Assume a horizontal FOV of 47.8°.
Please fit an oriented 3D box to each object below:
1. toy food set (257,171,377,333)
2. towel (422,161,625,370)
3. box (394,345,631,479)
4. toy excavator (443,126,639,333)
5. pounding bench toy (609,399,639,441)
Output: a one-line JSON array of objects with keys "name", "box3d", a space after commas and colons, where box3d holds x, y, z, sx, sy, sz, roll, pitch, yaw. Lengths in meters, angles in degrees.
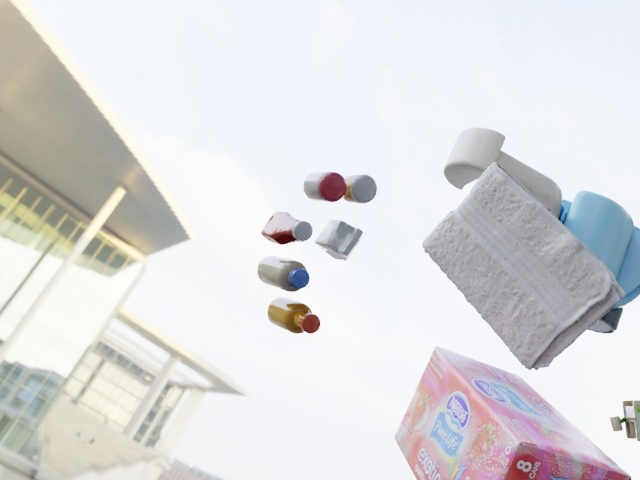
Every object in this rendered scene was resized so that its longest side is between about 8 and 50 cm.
[{"name": "toy food set", "box3d": [0.000, 0.000, 0.910, 0.111, 0.232, 0.104, 40, -13, -23]}, {"name": "towel", "box3d": [0.292, 0.038, 1.082, 0.049, 0.187, 0.282, 10, 35, -55]}, {"name": "box", "box3d": [0.213, 0.260, 0.876, 0.142, 0.154, 0.300, 21, 8, -11]}, {"name": "toy excavator", "box3d": [0.456, -0.037, 1.415, 0.433, 0.222, 0.445, 22, -17, 15]}, {"name": "pounding bench toy", "box3d": [0.423, 0.240, 0.964, 0.083, 0.052, 0.065, -3, -12, 7]}]
